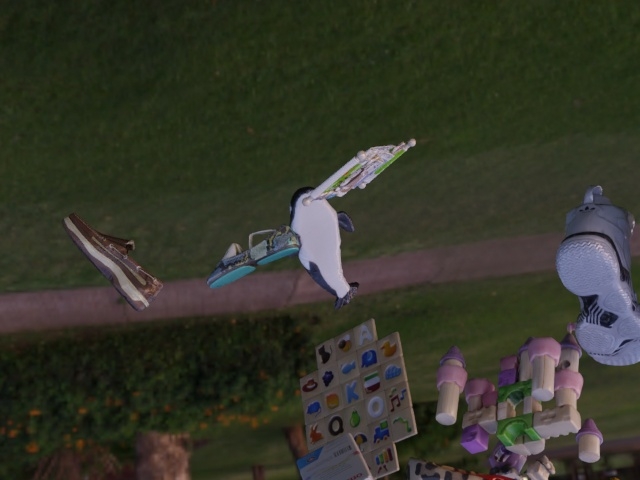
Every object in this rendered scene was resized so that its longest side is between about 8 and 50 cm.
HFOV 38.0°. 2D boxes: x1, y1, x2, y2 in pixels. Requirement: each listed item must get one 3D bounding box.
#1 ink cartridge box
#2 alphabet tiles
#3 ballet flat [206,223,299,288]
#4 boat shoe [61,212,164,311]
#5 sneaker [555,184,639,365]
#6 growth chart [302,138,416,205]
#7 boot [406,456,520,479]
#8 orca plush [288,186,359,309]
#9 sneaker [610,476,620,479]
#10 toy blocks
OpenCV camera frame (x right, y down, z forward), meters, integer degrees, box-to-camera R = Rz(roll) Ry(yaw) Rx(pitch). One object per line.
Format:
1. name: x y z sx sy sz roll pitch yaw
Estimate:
1. ink cartridge box: 0.026 0.332 1.281 0.088 0.052 0.122 -27 -161 -2
2. alphabet tiles: 0.073 0.348 1.975 0.285 0.343 0.011 -31 141 32
3. ballet flat: -0.128 0.024 1.686 0.188 0.070 0.070 -24 156 9
4. boat shoe: -0.435 0.030 1.971 0.095 0.257 0.095 -42 180 -15
5. sneaker: 0.560 0.069 1.804 0.137 0.210 0.366 -6 133 30
6. growth chart: 0.069 -0.126 1.726 0.172 0.021 0.237 -42 169 30
7. boot: 0.203 0.373 0.850 0.377 0.284 0.138 16 169 -11
8. orca plush: 0.000 0.000 1.966 0.151 0.102 0.287 -41 122 -4
9. sneaker: 0.360 0.377 1.244 0.088 0.093 0.225 -35 167 -39
10. toy blocks: 0.431 0.316 1.963 0.288 0.260 0.309 -22 124 33
